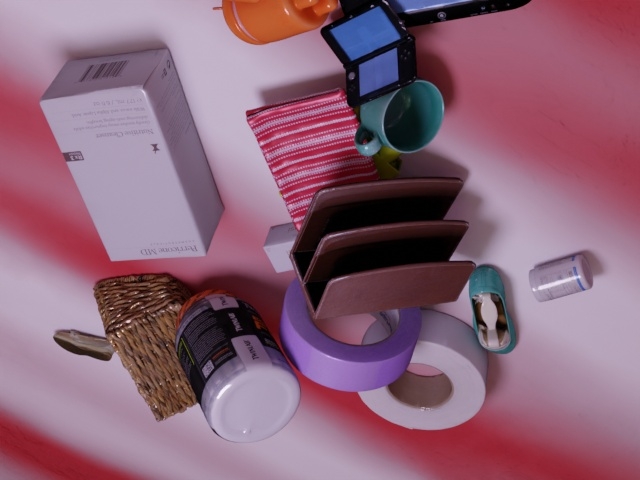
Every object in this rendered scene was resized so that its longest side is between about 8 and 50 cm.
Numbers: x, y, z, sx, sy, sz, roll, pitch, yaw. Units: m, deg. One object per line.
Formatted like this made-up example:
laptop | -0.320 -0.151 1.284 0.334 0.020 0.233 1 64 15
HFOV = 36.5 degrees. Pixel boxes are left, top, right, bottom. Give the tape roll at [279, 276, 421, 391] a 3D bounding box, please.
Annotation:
tape roll | 0.058 0.166 1.925 0.275 0.275 0.090 15 132 2

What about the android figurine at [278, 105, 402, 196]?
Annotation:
android figurine | 0.034 -0.141 1.820 0.248 0.056 0.273 40 126 -19

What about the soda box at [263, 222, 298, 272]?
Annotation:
soda box | 0.000 0.000 1.938 0.216 0.069 0.074 -12 126 22

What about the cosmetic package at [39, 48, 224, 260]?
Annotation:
cosmetic package | -0.345 -0.153 1.839 0.217 0.156 0.385 -5 127 16

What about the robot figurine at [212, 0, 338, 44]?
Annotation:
robot figurine | -0.072 -0.389 1.567 0.219 0.158 0.128 -7 122 43

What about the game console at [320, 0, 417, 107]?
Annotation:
game console | 0.077 -0.305 1.597 0.144 0.124 0.085 -18 154 38

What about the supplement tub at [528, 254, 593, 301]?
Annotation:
supplement tub | 0.466 0.074 1.879 0.107 0.071 0.071 -19 123 29

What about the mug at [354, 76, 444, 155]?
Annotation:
mug | 0.122 -0.222 1.666 0.158 0.097 0.129 -11 117 -29

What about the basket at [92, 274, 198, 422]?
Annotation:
basket | -0.352 0.212 2.193 0.213 0.223 0.299 -27 125 -7

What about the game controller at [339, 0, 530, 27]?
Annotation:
game controller | 0.179 -0.419 1.536 0.319 0.067 0.166 -5 128 19

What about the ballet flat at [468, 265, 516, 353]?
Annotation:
ballet flat | 0.346 0.166 1.977 0.083 0.087 0.247 -6 128 18

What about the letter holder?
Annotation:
letter holder | 0.127 0.007 1.754 0.302 0.152 0.214 -5 143 -24

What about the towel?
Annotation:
towel | -0.002 -0.139 1.773 0.199 0.031 0.275 -11 125 19

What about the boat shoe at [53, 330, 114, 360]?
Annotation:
boat shoe | -0.561 0.243 2.312 0.153 0.048 0.056 13 144 12

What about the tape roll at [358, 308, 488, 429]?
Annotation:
tape roll | 0.219 0.283 2.102 0.286 0.100 0.286 7 131 8

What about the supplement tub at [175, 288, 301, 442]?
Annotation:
supplement tub | -0.178 0.242 1.955 0.194 0.316 0.193 -12 124 -19
